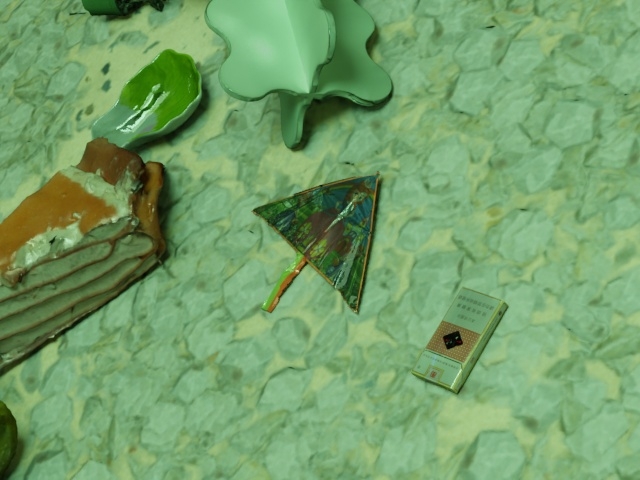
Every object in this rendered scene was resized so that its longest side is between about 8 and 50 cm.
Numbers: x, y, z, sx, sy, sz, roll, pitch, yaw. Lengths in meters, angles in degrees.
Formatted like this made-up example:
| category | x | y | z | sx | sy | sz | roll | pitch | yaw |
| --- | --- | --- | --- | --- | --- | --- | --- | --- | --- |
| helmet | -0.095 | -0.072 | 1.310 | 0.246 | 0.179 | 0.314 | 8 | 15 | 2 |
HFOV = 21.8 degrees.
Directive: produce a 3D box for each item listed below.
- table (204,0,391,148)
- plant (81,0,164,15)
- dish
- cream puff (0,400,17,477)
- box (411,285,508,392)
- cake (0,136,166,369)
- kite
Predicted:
| category | x | y | z | sx | sy | sz | roll | pitch | yaw |
| --- | --- | --- | --- | --- | --- | --- | --- | --- | --- |
| table | -0.028 | -0.202 | 1.540 | 0.166 | 0.166 | 0.198 | -27 | 54 | 18 |
| plant | -0.205 | -0.268 | 1.790 | 0.102 | 0.051 | 0.051 | -3 | 57 | 23 |
| dish | -0.168 | -0.125 | 1.663 | 0.137 | 0.039 | 0.091 | -39 | 49 | 8 |
| cream puff | -0.396 | 0.192 | 1.485 | 0.244 | 0.196 | 0.244 | -18 | 51 | 23 |
| box | 0.110 | 0.078 | 1.324 | 0.046 | 0.012 | 0.083 | 19 | 71 | 42 |
| cake | -0.252 | 0.024 | 1.568 | 0.287 | 0.098 | 0.135 | -45 | 47 | -5 |
| kite | 0.000 | 0.000 | 1.467 | 0.159 | 0.010 | 0.190 | -46 | 42 | 1 |
